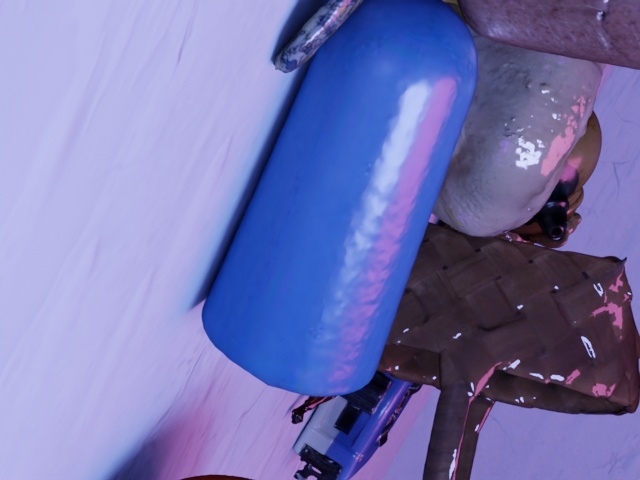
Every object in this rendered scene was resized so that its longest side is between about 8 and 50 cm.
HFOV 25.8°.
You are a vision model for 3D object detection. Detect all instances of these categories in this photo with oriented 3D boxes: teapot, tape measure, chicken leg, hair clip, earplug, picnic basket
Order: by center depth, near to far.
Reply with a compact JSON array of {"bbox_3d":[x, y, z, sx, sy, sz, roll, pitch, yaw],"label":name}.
[{"bbox_3d":[0.043,-0.195,0.840,0.229,0.036,0.066,-60,175,4],"label":"hair clip"},{"bbox_3d":[0.022,-0.041,0.942,0.132,0.132,0.273,-39,154,-61],"label":"earplug"},{"bbox_3d":[0.143,0.159,1.392,0.337,0.337,0.293,-58,167,-7],"label":"picnic basket"},{"bbox_3d":[0.226,-0.081,1.546,0.269,0.173,0.182,-105,178,-66],"label":"teapot"},{"bbox_3d":[0.003,0.178,1.668,0.062,0.037,0.145,-48,174,18],"label":"chicken leg"},{"bbox_3d":[0.079,0.214,1.935,0.215,0.098,0.351,-60,171,11],"label":"tape measure"}]

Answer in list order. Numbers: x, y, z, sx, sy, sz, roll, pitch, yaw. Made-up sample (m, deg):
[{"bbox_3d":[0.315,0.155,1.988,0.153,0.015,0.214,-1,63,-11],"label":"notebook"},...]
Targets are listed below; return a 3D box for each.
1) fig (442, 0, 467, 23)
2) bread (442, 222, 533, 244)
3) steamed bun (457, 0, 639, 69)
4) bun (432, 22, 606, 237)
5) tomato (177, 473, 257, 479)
[{"bbox_3d":[0.105,-0.188,1.009,0.245,0.149,0.149,-32,158,-24],"label":"fig"},{"bbox_3d":[0.228,-0.002,1.937,0.230,0.123,0.230,-55,173,-10],"label":"bread"},{"bbox_3d":[0.212,-0.255,0.850,0.199,0.251,0.301,17,92,-82],"label":"steamed bun"},{"bbox_3d":[0.151,-0.121,1.221,0.239,0.141,0.239,-158,-90,-79],"label":"bun"},{"bbox_3d":[-0.139,0.300,1.077,0.338,0.144,0.338,-51,167,-17],"label":"tomato"}]
